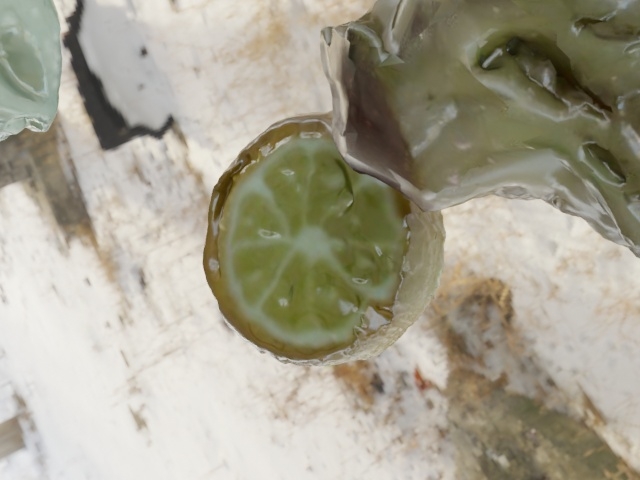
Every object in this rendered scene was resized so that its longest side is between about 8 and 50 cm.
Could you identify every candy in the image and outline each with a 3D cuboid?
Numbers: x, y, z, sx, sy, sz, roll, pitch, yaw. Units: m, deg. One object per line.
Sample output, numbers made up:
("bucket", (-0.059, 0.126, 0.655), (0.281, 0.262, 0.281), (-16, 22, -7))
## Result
("candy", (0.000, 0.000, 1.036), (0.260, 0.118, 0.259), (-6, 79, 34))

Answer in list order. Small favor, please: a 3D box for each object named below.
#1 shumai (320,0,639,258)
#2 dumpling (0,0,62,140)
("shumai", (0.157, -0.127, 0.710), (0.217, 0.283, 0.345), (138, 121, -78))
("dumpling", (-0.201, -0.124, 0.436), (0.104, 0.149, 0.216), (-77, -35, -51))
